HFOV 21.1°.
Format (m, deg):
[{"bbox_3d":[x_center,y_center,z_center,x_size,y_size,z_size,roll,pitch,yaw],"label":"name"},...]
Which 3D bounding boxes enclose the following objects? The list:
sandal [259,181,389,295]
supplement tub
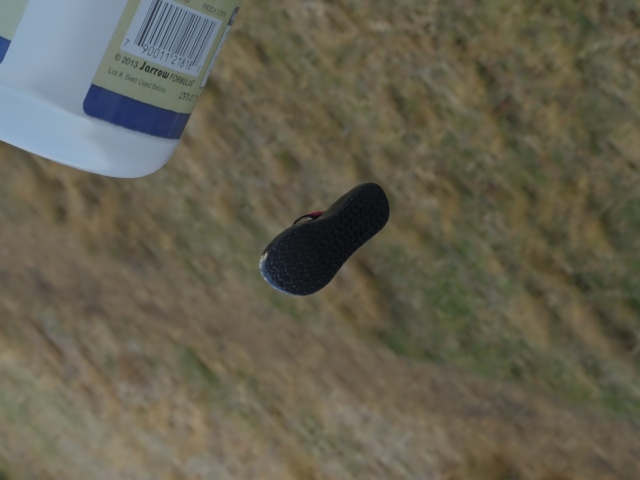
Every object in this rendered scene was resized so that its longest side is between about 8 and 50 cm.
[{"bbox_3d":[0.000,0.000,1.622,0.040,0.179,0.067,-1,114,41],"label":"sandal"},{"bbox_3d":[-0.125,-0.216,0.916,0.228,0.316,0.228,25,-174,-3],"label":"supplement tub"}]
